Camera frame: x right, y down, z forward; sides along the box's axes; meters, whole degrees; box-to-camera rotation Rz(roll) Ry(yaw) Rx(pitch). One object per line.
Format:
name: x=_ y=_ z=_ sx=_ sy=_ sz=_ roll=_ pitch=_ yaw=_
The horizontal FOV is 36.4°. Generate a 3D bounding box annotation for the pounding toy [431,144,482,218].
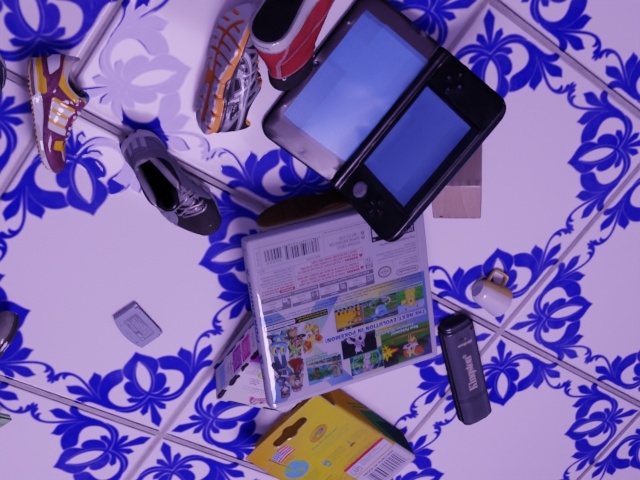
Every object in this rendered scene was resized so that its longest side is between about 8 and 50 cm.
pounding toy: x=0.231 y=-0.128 z=1.670 sx=0.094 sy=0.181 sz=0.206 roll=1 pitch=157 yaw=9

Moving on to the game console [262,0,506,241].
game console: x=0.096 y=-0.191 z=1.535 sx=0.173 sy=0.250 sz=0.293 roll=22 pitch=112 yaw=-48

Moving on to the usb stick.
usb stick: x=0.294 y=0.266 z=1.975 sx=0.077 sy=0.045 sz=0.278 roll=-21 pitch=124 yaw=-5

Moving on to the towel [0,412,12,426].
towel: x=-0.624 y=0.311 z=1.664 sx=0.113 sy=0.023 sz=0.152 roll=-30 pitch=149 yaw=22

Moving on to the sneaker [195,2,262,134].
sneaker: x=-0.127 y=-0.261 z=1.492 sx=0.083 sy=0.084 sz=0.215 roll=2 pitch=125 yaw=-31

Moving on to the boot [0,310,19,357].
boot: x=-0.625 y=0.161 z=1.569 sx=0.246 sy=0.083 sz=0.161 roll=-33 pitch=124 yaw=9

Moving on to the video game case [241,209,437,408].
video game case: x=0.041 y=0.101 z=1.655 sx=0.328 sy=0.036 sz=0.300 roll=-15 pitch=108 yaw=-23

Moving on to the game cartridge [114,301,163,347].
game cartridge: x=-0.323 y=0.150 z=1.710 sx=0.056 sy=0.017 sz=0.083 roll=-35 pitch=125 yaw=0

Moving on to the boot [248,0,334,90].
boot: x=-0.014 y=-0.351 z=1.476 sx=0.244 sy=0.088 sz=0.176 roll=-57 pitch=163 yaw=-11

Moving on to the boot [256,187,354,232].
boot: x=0.000 y=0.000 z=1.691 sx=0.213 sy=0.077 sz=0.165 roll=-16 pitch=125 yaw=-15

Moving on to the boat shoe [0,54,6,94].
boat shoe: x=-0.538 y=-0.285 z=1.328 sx=0.095 sy=0.079 sz=0.254 roll=-37 pitch=125 yaw=6

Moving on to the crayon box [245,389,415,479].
crayon box: x=0.016 y=0.409 z=1.940 sx=0.202 sy=0.081 sz=0.318 roll=-43 pitch=127 yaw=10

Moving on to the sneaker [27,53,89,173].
sneaker: x=-0.383 y=-0.186 z=1.449 sx=0.083 sy=0.070 sz=0.186 roll=-6 pitch=123 yaw=-9

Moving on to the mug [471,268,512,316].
mug: x=0.329 y=0.101 z=1.888 sx=0.064 sy=0.078 sz=0.062 roll=29 pitch=141 yaw=-22

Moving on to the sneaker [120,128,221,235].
sneaker: x=-0.230 y=-0.063 z=1.539 sx=0.086 sy=0.132 sz=0.229 roll=-37 pitch=125 yaw=6

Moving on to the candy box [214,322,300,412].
candy box: x=-0.071 y=0.215 z=1.760 sx=0.159 sy=0.071 sz=0.233 roll=17 pitch=133 yaw=-27
